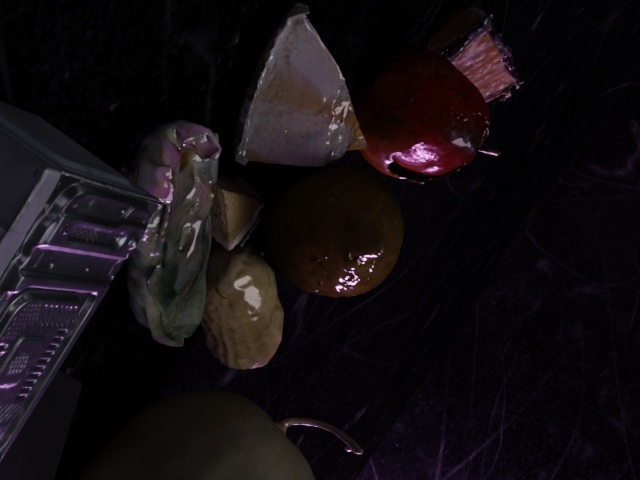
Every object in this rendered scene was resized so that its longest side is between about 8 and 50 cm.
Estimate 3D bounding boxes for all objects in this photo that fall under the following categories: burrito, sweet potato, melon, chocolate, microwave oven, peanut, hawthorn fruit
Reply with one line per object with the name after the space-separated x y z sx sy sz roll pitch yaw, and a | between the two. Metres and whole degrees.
-0.131 0.006 0.904 0.096 0.066 0.309 -50 166 -28 | burrito
-0.003 -0.004 1.071 0.130 0.130 0.423 -53 -174 -10 | sweet potato
-0.024 -0.116 0.939 0.139 0.093 0.202 -44 157 -11 | melon
0.204 -0.238 1.410 0.102 0.065 0.329 -39 165 10 | chocolate
-0.212 0.028 0.613 0.208 0.122 0.162 -57 163 4 | microwave oven
-0.141 0.296 1.109 0.308 0.272 0.271 -54 167 -41 | melon
-0.084 0.070 1.119 0.098 0.090 0.214 -54 165 -20 | peanut
0.122 -0.132 1.180 0.148 0.172 0.148 -63 177 -6 | hawthorn fruit

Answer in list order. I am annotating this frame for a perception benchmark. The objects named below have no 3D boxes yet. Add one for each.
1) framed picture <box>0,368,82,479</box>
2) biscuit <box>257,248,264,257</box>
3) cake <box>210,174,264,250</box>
-0.279 0.247 0.811 0.255 0.014 0.338 68 34 -71 | framed picture
-0.080 0.050 1.225 0.046 0.016 0.089 -48 162 -26 | biscuit
-0.094 -0.034 0.957 0.065 0.052 0.121 -54 165 1 | cake
